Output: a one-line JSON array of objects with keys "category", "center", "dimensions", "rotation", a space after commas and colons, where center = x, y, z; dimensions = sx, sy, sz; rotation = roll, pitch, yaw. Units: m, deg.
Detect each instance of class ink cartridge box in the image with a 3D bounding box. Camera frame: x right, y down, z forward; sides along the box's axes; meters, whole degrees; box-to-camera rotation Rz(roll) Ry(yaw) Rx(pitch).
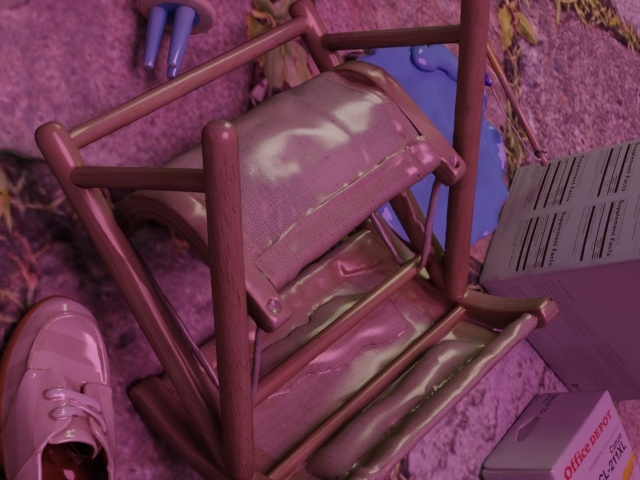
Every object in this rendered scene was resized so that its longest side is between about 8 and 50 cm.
[{"category": "ink cartridge box", "center": [0.226, 0.236, 1.021], "dimensions": [0.127, 0.072, 0.175], "rotation": [-40, 111, -45]}]

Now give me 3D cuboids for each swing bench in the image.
[{"category": "swing bench", "center": [0.000, 0.000, 0.742], "dimensions": [0.253, 0.165, 0.254], "rotation": [-35, 119, -41]}]

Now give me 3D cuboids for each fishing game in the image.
[{"category": "fishing game", "center": [0.082, -0.079, 0.967], "dimensions": [0.264, 0.041, 0.189], "rotation": [-40, 103, -39]}]

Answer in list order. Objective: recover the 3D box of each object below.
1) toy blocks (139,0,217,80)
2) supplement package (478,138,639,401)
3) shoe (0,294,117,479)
[{"category": "toy blocks", "center": [-0.114, -0.190, 0.763], "dimensions": [0.123, 0.054, 0.148], "rotation": [29, 61, -41]}, {"category": "supplement package", "center": [0.290, 0.027, 1.046], "dimensions": [0.194, 0.203, 0.149], "rotation": [47, 50, -31]}, {"category": "shoe", "center": [-0.138, 0.137, 0.651], "dimensions": [0.076, 0.058, 0.219], "rotation": [14, 71, -46]}]
